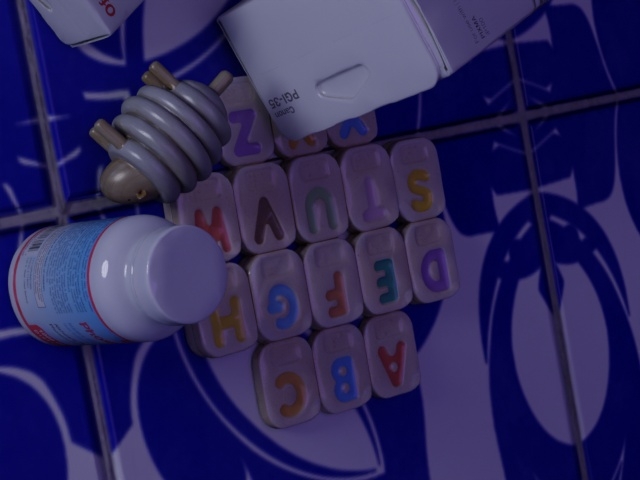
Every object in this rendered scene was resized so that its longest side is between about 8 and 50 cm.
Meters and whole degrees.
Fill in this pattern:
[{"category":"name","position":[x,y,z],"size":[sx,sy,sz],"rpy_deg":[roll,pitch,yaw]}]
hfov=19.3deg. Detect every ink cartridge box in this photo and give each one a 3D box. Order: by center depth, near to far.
[{"category":"ink cartridge box","position":[-0.156,-0.221,1.363],"size":[0.099,0.056,0.135],"rpy_deg":[53,55,-25]},{"category":"ink cartridge box","position":[0.090,-0.210,1.468],"size":[0.283,0.207,0.117],"rpy_deg":[-38,103,-38]}]

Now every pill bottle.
[{"category":"pill bottle","position":[-0.138,0.027,1.289],"size":[0.087,0.160,0.087],"rpy_deg":[4,84,-40]}]

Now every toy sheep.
[{"category":"toy sheep","position":[-0.111,-0.078,1.373],"size":[0.132,0.091,0.091],"rpy_deg":[-48,118,-12]}]

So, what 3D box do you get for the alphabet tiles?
[{"category":"alphabet tiles","position":[0.000,0.000,1.504],"size":[0.284,0.021,0.278],"rpy_deg":[-12,94,-41]}]
